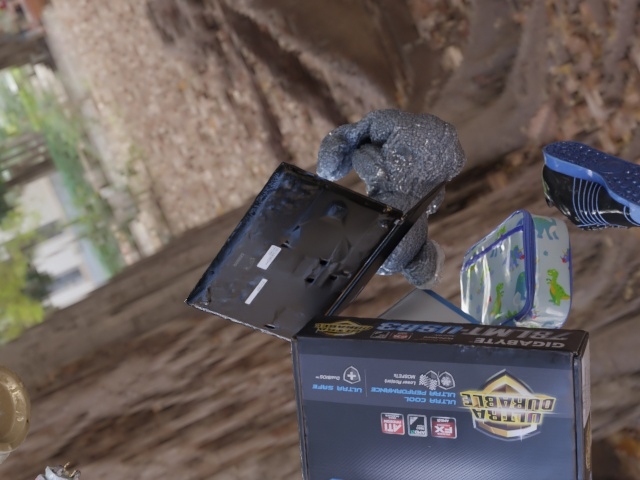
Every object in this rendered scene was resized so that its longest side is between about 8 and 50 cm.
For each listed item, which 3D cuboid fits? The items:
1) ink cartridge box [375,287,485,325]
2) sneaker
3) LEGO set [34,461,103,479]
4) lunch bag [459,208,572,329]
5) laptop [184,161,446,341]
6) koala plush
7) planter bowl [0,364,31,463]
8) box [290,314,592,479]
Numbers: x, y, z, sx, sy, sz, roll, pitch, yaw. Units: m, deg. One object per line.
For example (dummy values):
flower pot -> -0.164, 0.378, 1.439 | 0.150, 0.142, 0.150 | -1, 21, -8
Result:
ink cartridge box -> 0.190, 0.247, 1.882 | 0.223, 0.129, 0.307 | 33, 149, 36
sneaker -> 0.361, -0.048, 1.661 | 0.232, 0.081, 0.090 | 39, 141, 53
LEGO set -> -0.305, 0.445, 1.889 | 0.287, 0.107, 0.132 | 43, -171, 35
lunch bag -> 0.279, 0.061, 1.940 | 0.219, 0.090, 0.176 | 137, 141, -61
laptop -> 0.000, 0.000, 1.634 | 0.234, 0.264, 0.136 | -54, 29, 29
koala plush -> 0.100, -0.051, 1.854 | 0.203, 0.196, 0.221 | -30, 40, 53
planter bowl -> -0.389, 0.190, 1.464 | 0.162, 0.109, 0.162 | 39, -135, -53
box -> 0.127, 0.229, 1.359 | 0.073, 0.296, 0.293 | -40, -50, -65
